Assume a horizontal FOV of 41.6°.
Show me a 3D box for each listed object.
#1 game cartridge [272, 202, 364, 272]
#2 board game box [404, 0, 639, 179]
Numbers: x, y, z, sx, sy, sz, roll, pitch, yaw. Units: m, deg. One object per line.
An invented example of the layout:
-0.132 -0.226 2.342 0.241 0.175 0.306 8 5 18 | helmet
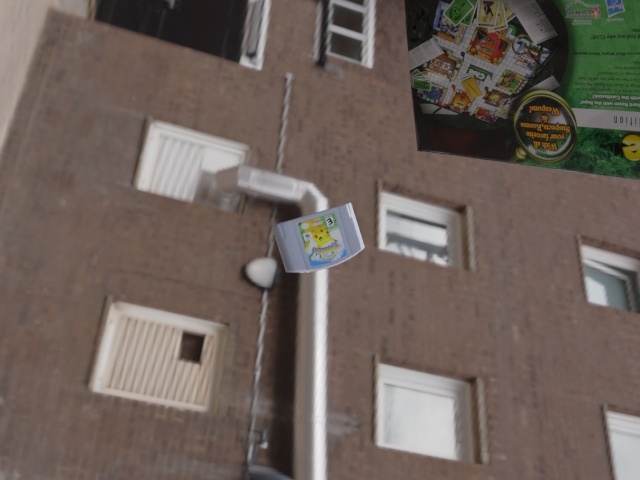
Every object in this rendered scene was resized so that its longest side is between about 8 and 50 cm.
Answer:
0.000 0.000 0.815 0.017 0.083 0.056 -7 -80 70 | game cartridge
0.160 -0.115 0.572 0.260 0.030 0.136 17 -63 50 | board game box
